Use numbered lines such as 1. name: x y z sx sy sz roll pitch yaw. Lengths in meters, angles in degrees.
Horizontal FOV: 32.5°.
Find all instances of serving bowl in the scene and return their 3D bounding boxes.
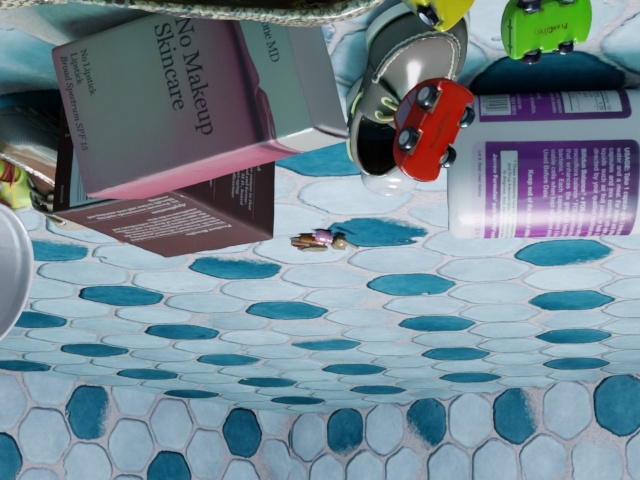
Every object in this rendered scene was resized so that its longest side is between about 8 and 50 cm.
1. serving bowl: 0.097 -0.080 1.529 0.083 0.027 0.083 1 162 0

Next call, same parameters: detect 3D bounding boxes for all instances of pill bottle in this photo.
1. pill bottle: 0.296 -0.087 1.260 0.302 0.169 0.169 -1 163 7

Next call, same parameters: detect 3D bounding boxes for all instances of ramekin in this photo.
1. ramekin: -0.478 0.040 1.408 0.109 0.207 0.207 12 170 28

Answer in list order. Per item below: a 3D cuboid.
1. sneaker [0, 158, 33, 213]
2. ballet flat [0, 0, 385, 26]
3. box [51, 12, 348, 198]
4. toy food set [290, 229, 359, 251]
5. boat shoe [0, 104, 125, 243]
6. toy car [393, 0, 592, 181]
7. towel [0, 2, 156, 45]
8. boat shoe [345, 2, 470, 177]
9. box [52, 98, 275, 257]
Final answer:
1. sneaker: -0.444 -0.089 1.429 0.209 0.081 0.094 3 161 -7
2. ballet flat: -0.158 -0.233 0.770 0.483 0.164 0.182 3 -165 -20
3. box: -0.111 -0.138 1.038 0.232 0.148 0.127 -15 177 16
4. toy food set: 0.000 0.000 1.815 0.122 0.019 0.078 -2 164 35
5. boat shoe: -0.303 -0.065 1.370 0.116 0.123 0.324 -49 148 7
6. toy car: 0.153 -0.190 1.027 0.225 0.239 0.053 -17 -151 -25
7. towel: -0.262 -0.251 0.954 0.282 0.049 0.187 18 155 -42
8. boat shoe: 0.090 -0.156 1.171 0.109 0.091 0.305 3 163 -9
9. box: -0.173 -0.092 1.262 0.169 0.167 0.203 -10 160 29
